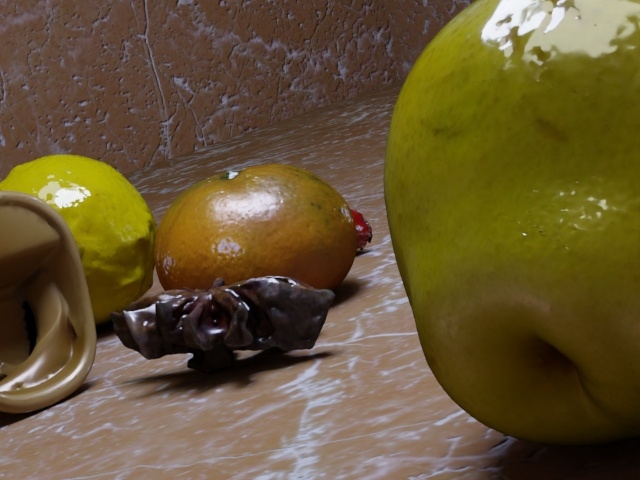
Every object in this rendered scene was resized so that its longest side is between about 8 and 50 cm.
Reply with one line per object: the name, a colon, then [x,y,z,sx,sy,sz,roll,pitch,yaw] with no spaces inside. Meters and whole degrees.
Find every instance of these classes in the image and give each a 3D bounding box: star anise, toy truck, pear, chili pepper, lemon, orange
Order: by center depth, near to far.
pear: [0.222,-0.036,1.201,0.362,0.362,0.418,-7,39,33]
star anise: [-0.100,0.088,1.690,0.214,0.099,0.220,-3,0,-25]
toy truck: [-0.388,0.059,1.768,0.204,0.288,0.212,-21,0,-43]
orange: [-0.078,-0.001,1.908,0.240,0.171,0.240,-12,9,2]
lemon: [-0.319,0.004,2.056,0.233,0.233,0.288,-15,2,-6]
chili pepper: [0.000,0.000,2.108,0.123,0.070,0.073,-18,27,-36]
